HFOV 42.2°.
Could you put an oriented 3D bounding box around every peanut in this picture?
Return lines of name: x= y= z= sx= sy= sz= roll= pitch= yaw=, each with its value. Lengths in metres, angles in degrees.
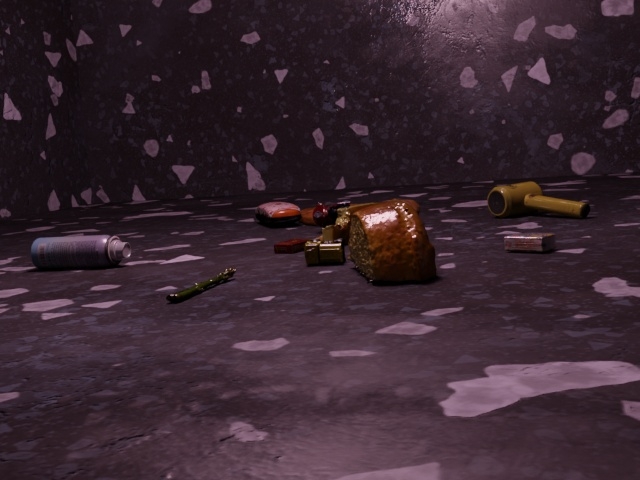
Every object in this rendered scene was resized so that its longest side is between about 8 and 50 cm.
peanut: x=0.193 y=-0.073 z=2.240 sx=0.152 sy=0.076 sz=0.076 roll=-9 pitch=7 yaw=5

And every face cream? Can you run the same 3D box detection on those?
face cream: x=-0.540 y=0.026 z=1.884 sx=0.230 sy=0.075 sz=0.075 roll=-1 pitch=8 yaw=17

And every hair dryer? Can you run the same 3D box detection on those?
hair dryer: x=0.580 y=-0.096 z=2.186 sx=0.135 sy=0.090 sz=0.279 roll=-8 pitch=14 yaw=-32

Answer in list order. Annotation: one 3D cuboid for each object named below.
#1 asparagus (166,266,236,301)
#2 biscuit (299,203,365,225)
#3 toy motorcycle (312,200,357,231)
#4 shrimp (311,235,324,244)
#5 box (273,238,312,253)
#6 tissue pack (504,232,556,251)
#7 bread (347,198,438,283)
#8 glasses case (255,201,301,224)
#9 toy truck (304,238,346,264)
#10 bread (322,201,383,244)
asparagus: x=-0.205 y=0.078 z=1.475 sx=0.023 sy=0.022 sz=0.233 roll=-49 pitch=-8 yaw=21
biscuit: x=0.044 y=-0.082 z=2.514 sx=0.284 sy=0.043 sz=0.306 roll=-3 pitch=7 yaw=14
toy motorcycle: x=0.038 y=-0.064 z=2.268 sx=0.123 sy=0.082 sz=0.213 roll=-5 pitch=-4 yaw=-3
shrimp: x=0.000 y=0.000 z=1.978 sx=0.059 sy=0.023 sz=0.108 roll=-9 pitch=1 yaw=45
box: x=-0.062 y=0.013 z=1.900 sx=0.052 sy=0.023 sz=0.082 roll=1 pitch=9 yaw=34
tissue pack: x=0.412 y=0.003 z=1.632 sx=0.083 sy=0.035 sz=0.063 roll=2 pitch=9 yaw=40
bread: x=0.122 y=-0.006 z=1.487 sx=0.129 sy=0.133 sz=0.260 roll=-6 pitch=7 yaw=-9
glasses case: x=-0.131 y=-0.083 z=2.533 sx=0.103 sy=0.067 sz=0.267 roll=-6 pitch=8 yaw=-16
toy truck: x=0.007 y=0.024 z=1.669 sx=0.083 sy=0.049 sz=0.054 roll=-2 pitch=9 yaw=11
bread: x=0.080 y=-0.040 z=1.991 sx=0.049 sy=0.088 sz=0.226 roll=3 pitch=9 yaw=36
